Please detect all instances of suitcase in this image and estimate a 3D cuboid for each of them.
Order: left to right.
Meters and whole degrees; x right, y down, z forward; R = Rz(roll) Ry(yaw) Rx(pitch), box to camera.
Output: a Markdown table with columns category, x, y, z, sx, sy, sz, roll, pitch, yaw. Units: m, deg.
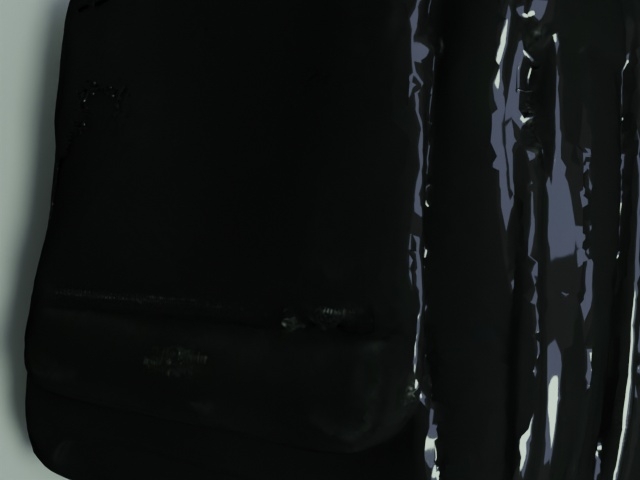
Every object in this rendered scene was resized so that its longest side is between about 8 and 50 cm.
| category | x | y | z | sx | sy | sz | roll | pitch | yaw |
| --- | --- | --- | --- | --- | --- | --- | --- | --- | --- |
| suitcase | 0.000 | 0.000 | 0.466 | 0.188 | 0.345 | 0.339 | 10 | 82 | -45 |
